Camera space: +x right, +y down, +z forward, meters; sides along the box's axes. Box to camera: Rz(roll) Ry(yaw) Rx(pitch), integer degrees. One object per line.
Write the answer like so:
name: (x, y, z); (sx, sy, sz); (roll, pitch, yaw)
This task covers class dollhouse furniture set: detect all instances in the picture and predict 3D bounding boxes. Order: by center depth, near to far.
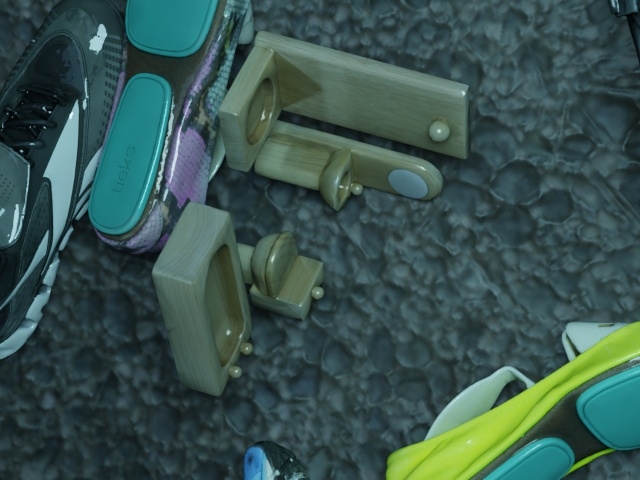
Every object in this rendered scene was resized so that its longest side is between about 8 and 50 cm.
dollhouse furniture set: (0.000, 0.000, 1.039); (0.123, 0.144, 0.151); (16, 57, 17)

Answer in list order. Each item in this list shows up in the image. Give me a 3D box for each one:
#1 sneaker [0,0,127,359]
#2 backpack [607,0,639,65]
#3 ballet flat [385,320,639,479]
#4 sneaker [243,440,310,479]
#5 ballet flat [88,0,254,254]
sneaker: (-0.177, -0.036, 1.105); (0.078, 0.106, 0.234); (25, 96, 16)
backpack: (0.292, -0.102, 0.926); (0.253, 0.191, 0.225); (-14, 87, 24)
ballet flat: (0.133, 0.089, 1.033); (0.231, 0.077, 0.077); (-32, 46, 9)
sneaker: (-0.049, 0.195, 1.092); (0.073, 0.063, 0.162); (9, 91, 20)
ballet flat: (-0.077, -0.099, 1.099); (0.077, 0.079, 0.221); (17, 97, 36)
